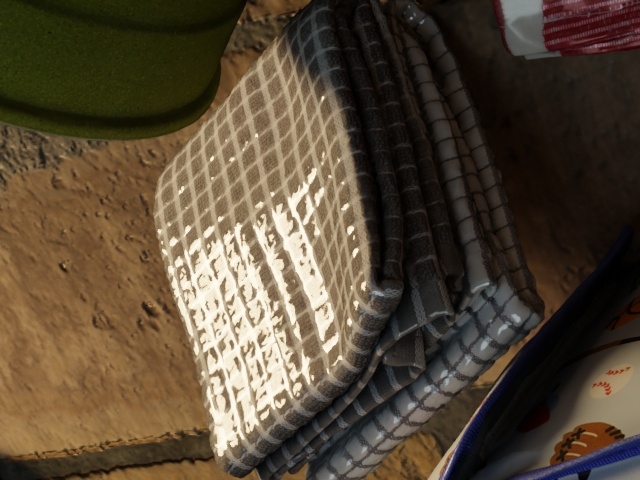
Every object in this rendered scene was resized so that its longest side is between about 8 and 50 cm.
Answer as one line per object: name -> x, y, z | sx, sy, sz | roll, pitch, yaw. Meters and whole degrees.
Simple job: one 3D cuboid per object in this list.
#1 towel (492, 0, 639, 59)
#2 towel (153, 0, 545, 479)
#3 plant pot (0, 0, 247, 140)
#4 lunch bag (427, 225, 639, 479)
towel -> 0.237, -0.231, 1.159 | 0.329, 0.037, 0.237 | -3, 117, 28
towel -> 0.000, 0.000, 1.269 | 0.121, 0.283, 0.235 | 15, 136, -35
plant pot -> -0.149, -0.308, 1.131 | 0.366, 0.366, 0.353 | 33, 117, 4
lunch bag -> 0.231, 0.128, 1.197 | 0.385, 0.328, 0.239 | -23, 102, 36
